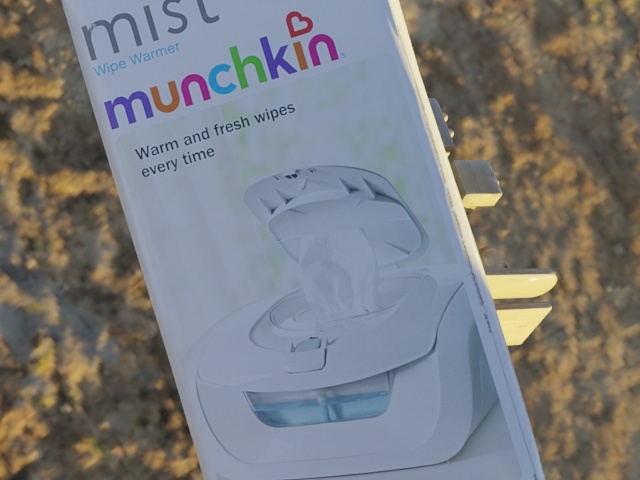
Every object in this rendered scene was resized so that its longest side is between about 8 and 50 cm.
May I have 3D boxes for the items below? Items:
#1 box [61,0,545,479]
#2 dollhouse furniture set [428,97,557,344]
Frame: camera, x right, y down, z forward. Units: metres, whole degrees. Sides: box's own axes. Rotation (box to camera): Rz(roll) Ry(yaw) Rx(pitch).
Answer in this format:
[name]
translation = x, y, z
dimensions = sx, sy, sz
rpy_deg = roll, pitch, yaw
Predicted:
[box]
translation = 0.000, 0.000, 0.616
dimensions = 0.262, 0.127, 0.231
rpy_deg = 22, 50, -87
[dollhouse furniture set]
translation = 0.120, -0.013, 1.121
dimensions = 0.123, 0.144, 0.151
rpy_deg = -1, 55, -26
